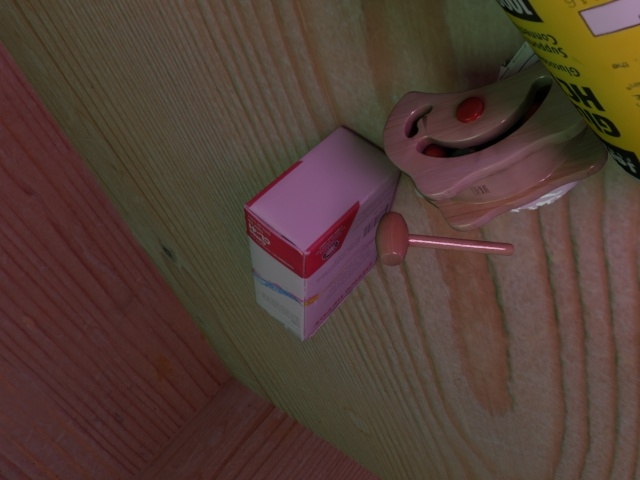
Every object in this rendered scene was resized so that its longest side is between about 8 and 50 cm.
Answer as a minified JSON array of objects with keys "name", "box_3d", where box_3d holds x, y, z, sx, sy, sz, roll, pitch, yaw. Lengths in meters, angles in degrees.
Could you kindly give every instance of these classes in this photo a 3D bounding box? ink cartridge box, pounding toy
[{"name":"ink cartridge box","box_3d":[0.000,0.000,0.924,0.131,0.226,0.306,37,152,17]},{"name":"pounding toy","box_3d":[0.172,-0.083,0.600,0.270,0.154,0.155,-27,138,24]}]

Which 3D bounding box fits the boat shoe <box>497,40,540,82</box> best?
[{"name":"boat shoe","box_3d":[0.208,-0.178,0.594,0.100,0.035,0.035,114,136,-66]}]

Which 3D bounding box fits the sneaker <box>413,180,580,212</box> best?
[{"name":"sneaker","box_3d":[0.195,-0.097,0.672,0.235,0.090,0.094,10,127,47]}]

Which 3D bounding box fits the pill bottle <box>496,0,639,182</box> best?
[{"name":"pill bottle","box_3d":[0.242,-0.141,0.343,0.334,0.187,0.188,35,161,-32]}]
